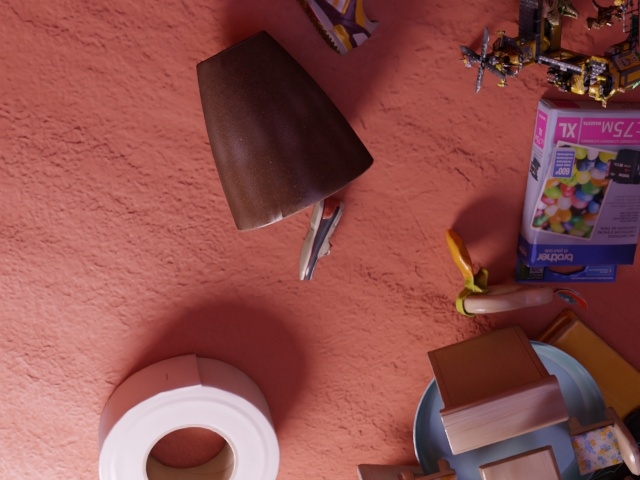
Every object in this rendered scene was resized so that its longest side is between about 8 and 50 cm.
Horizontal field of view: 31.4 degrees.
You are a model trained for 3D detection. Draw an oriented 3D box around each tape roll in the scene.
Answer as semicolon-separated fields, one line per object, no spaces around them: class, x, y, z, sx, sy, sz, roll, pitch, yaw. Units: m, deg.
tape roll;-0.210;0.328;1.806;0.286;0.100;0.286;-4;114;-9

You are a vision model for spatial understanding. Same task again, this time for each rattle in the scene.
rattle;0.308;0.047;1.782;0.200;0.130;0.142;-8;78;22

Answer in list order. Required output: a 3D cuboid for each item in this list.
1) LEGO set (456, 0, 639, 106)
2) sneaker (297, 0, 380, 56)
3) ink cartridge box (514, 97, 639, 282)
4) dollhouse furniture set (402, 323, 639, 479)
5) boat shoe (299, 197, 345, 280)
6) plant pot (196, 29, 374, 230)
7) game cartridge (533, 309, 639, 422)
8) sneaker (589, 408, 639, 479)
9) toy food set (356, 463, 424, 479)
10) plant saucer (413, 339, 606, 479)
LEGO set;0.305;-0.329;1.543;0.192;0.255;0.331;-23;131;-32
sneaker;0.010;-0.350;1.583;0.084;0.069;0.185;-37;122;-4
ink cartridge box;0.416;-0.065;1.792;0.186;0.065;0.311;0;115;-11
dollhouse furniture set;0.307;0.364;1.736;0.362;0.256;0.394;-18;103;4
boat shoe;0.000;0.000;1.739;0.043;0.049;0.137;11;105;-18
plant pot;-0.071;-0.165;1.580;0.215;0.215;0.230;-27;102;0
game cartridge;0.433;0.310;1.966;0.324;0.052;0.285;39;100;-26
sneaker;0.524;0.394;1.938;0.101;0.106;0.267;39;99;-23
toy food set;0.112;0.527;1.977;0.220;0.092;0.306;9;113;-28
plant saucer;0.310;0.306;1.875;0.318;0.043;0.317;0;104;-1
